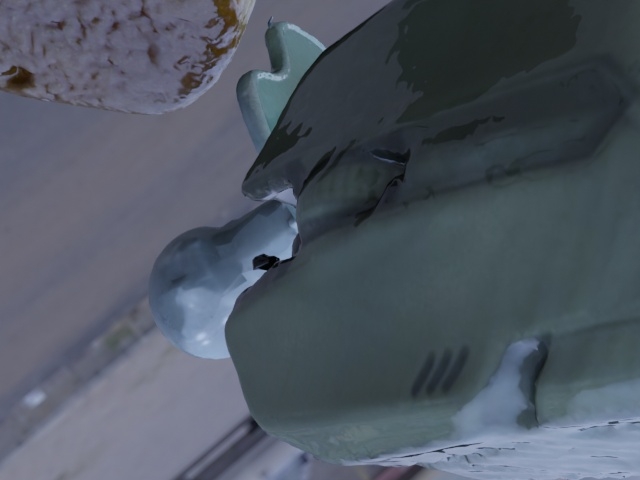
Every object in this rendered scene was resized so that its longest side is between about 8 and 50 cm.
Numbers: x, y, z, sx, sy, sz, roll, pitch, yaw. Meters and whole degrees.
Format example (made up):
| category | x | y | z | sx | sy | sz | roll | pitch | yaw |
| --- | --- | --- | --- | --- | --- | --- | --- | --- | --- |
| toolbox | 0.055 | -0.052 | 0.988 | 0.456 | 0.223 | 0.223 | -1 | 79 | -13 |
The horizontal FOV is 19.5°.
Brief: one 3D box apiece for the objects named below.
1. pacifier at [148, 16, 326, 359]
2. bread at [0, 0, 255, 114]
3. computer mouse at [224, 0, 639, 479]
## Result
| category | x | y | z | sx | sy | sz | roll | pitch | yaw |
| --- | --- | --- | --- | --- | --- | --- | --- | --- | --- |
| pacifier | 0.000 | 0.000 | 1.328 | 0.269 | 0.288 | 0.343 | -35 | -170 | 19 |
| bread | -0.169 | -0.209 | 1.337 | 0.227 | 0.253 | 0.142 | 101 | -1 | -48 |
| computer mouse | 0.120 | -0.024 | 0.698 | 0.429 | 0.228 | 0.145 | -7 | 156 | 38 |
